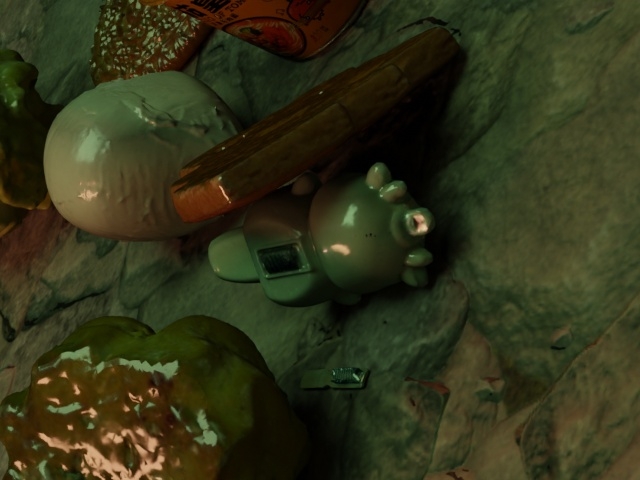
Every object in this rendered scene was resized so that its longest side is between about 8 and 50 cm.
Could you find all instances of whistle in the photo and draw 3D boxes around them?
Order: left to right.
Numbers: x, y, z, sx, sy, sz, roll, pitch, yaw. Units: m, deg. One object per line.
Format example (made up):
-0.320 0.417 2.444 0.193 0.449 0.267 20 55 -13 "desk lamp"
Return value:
-0.001 0.002 1.261 0.253 0.106 0.101 -13 71 45 "whistle"

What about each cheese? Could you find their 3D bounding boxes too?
-0.175 -0.078 1.520 0.198 0.189 0.154 -138 47 -60 "cheese"

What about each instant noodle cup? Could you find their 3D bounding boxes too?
-0.054 -0.283 1.502 0.216 0.172 0.215 -36 39 36 "instant noodle cup"

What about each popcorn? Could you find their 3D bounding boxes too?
-0.436 -0.125 1.833 0.282 0.282 0.247 -38 9 33 "popcorn"

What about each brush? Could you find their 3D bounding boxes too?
0.008 0.109 1.247 0.084 0.013 0.016 -9 60 55 "brush"

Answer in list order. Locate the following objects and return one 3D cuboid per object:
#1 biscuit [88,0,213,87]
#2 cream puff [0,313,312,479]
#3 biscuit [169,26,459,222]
-0.182 -0.299 1.831 0.305 0.038 0.305 -36 39 36 "biscuit"
-0.123 0.186 1.242 0.282 0.185 0.281 1 93 24 "cream puff"
-0.026 -0.077 1.281 0.284 0.043 0.306 -26 10 24 "biscuit"
